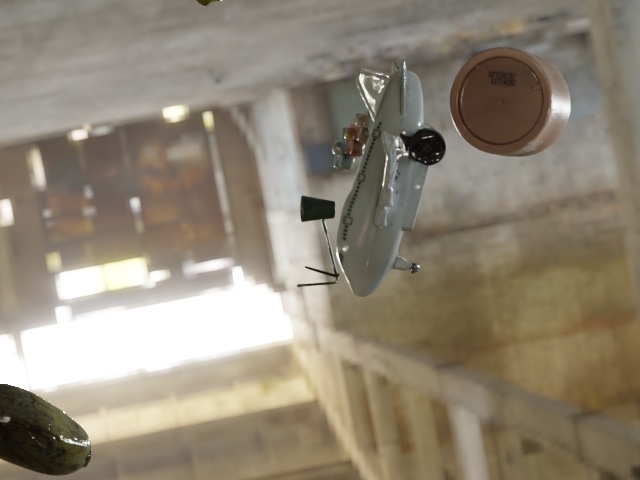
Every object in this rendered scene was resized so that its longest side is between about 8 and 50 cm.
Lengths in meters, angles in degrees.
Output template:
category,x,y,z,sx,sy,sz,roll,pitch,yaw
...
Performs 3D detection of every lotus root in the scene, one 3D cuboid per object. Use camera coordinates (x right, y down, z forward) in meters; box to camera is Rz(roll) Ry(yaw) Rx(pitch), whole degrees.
category,x,y,z,sx,sy,sz,roll,pitch,yaw
lotus root,-0.346,0.222,2.067,0.179,0.089,0.080,28,-154,-17

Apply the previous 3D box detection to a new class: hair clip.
category,x,y,z,sx,sy,sz,roll,pitch,yaw
hair clip,0.053,-0.131,2.189,0.056,0.062,0.214,16,159,-21

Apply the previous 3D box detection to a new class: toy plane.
category,x,y,z,sx,sy,sz,roll,pitch,yaw
toy plane,0.075,-0.064,1.874,0.101,0.255,0.251,7,-174,-2

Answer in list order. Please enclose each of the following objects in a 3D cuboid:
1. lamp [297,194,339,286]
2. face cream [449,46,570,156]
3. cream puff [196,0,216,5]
category,x,y,z,sx,sy,sz,roll,pitch,yaw
lamp,0.000,-0.001,2.133,0.054,0.121,0.041,0,-145,-7
face cream,0.265,-0.191,2.467,0.149,0.149,0.104,-10,177,22
cream puff,-0.059,-0.364,1.855,0.282,0.282,0.185,-10,158,3
